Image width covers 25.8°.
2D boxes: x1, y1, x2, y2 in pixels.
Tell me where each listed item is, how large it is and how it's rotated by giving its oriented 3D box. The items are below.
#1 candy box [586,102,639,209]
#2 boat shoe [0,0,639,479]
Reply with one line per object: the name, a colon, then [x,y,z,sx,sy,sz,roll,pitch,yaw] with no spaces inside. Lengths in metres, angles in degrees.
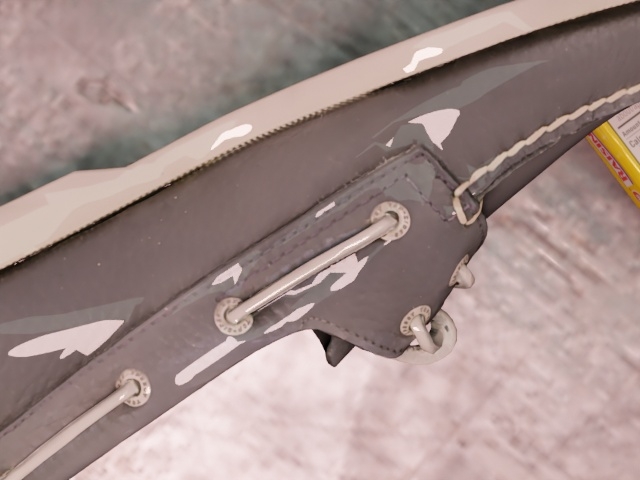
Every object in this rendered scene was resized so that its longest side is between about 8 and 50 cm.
candy box: [0.200,-0.072,0.522,0.206,0.027,0.105,-36,86,-7]
boat shoe: [0.000,0.000,0.457,0.320,0.116,0.099,-23,91,-2]
